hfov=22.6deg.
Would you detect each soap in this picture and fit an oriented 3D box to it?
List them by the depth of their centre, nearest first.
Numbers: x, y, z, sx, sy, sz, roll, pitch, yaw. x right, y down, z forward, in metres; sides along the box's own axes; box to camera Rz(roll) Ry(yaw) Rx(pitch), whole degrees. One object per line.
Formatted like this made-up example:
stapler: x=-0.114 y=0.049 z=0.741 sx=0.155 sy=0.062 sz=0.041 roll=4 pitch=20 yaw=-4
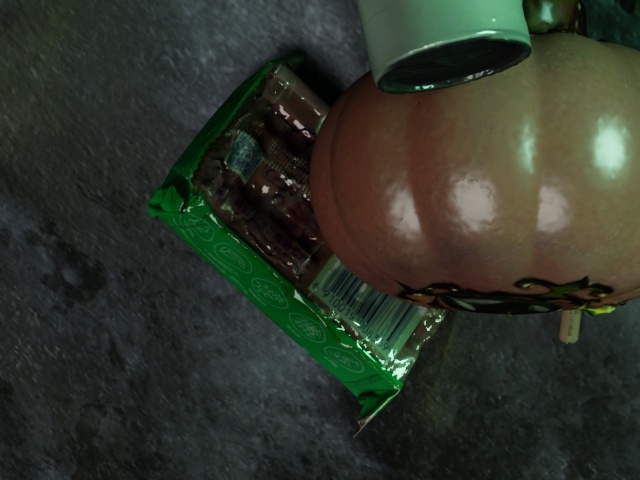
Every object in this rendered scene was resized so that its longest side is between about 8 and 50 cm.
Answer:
soap: x=0.001 y=-0.001 z=1.375 sx=0.273 sy=0.218 sz=0.098 roll=42 pitch=152 yaw=-14

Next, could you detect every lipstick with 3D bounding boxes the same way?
lipstick: x=0.223 y=0.051 z=1.414 sx=0.019 sy=0.019 sz=0.094 roll=16 pitch=134 yaw=19

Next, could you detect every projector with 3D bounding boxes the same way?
projector: x=0.052 y=-0.270 z=1.050 sx=0.108 sy=0.108 sz=0.337 roll=-21 pitch=77 yaw=41

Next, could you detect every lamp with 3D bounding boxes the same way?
lamp: x=0.144 y=-0.065 z=1.203 sx=0.306 sy=0.239 sz=0.305 roll=0 pitch=170 yaw=0
